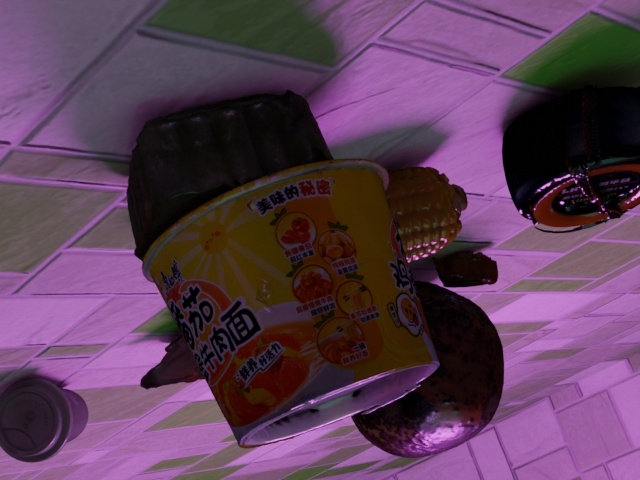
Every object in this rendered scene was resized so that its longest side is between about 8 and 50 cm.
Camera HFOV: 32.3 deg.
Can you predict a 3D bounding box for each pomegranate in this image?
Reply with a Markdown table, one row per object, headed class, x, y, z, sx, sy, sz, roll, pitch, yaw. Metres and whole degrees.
| class | x | y | z | sx | sy | sz | roll | pitch | yaw |
| --- | --- | --- | --- | --- | --- | --- | --- | --- | --- |
| pomegranate | 0.117 | 0.179 | 1.710 | 0.341 | 0.284 | 0.285 | 26 | 136 | -31 |

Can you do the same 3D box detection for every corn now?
| class | x | y | z | sx | sy | sz | roll | pitch | yaw |
| --- | --- | --- | --- | --- | --- | --- | --- | --- | --- |
| corn | 0.000 | 0.000 | 1.289 | 0.363 | 0.120 | 0.120 | -18 | 161 | -11 |

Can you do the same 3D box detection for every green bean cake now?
| class | x | y | z | sx | sy | sz | roll | pitch | yaw |
| --- | --- | --- | --- | --- | --- | --- | --- | --- | --- |
| green bean cake | -0.096 | -0.061 | 1.062 | 0.181 | 0.094 | 0.173 | -16 | 162 | -20 |

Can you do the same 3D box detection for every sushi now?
| class | x | y | z | sx | sy | sz | roll | pitch | yaw |
| --- | --- | --- | --- | --- | --- | --- | --- | --- | --- |
| sushi | 0.229 | 0.044 | 1.737 | 0.120 | 0.055 | 0.052 | -3 | 168 | -15 |

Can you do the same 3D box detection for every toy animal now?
| class | x | y | z | sx | sy | sz | roll | pitch | yaw |
| --- | --- | --- | --- | --- | --- | --- | --- | --- | --- |
| toy animal | -0.174 | 0.165 | 1.632 | 0.188 | 0.089 | 0.179 | -27 | 175 | 5 |

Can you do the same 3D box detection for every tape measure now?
| class | x | y | z | sx | sy | sz | roll | pitch | yaw |
| --- | --- | --- | --- | --- | --- | --- | --- | --- | --- |
| tape measure | 0.319 | -0.101 | 1.321 | 0.202 | 0.135 | 0.223 | -11 | 159 | 5 |

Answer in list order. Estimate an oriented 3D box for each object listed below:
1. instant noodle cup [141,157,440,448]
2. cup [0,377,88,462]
| class | x | y | z | sx | sy | sz | roll | pitch | yaw |
| --- | --- | --- | --- | --- | --- | --- | --- | --- | --- |
| instant noodle cup | -0.018 | 0.069 | 1.056 | 0.264 | 0.200 | 0.264 | -20 | 163 | -6 |
| cup | -0.401 | 0.263 | 1.618 | 0.120 | 0.120 | 0.141 | -22 | 168 | 7 |
